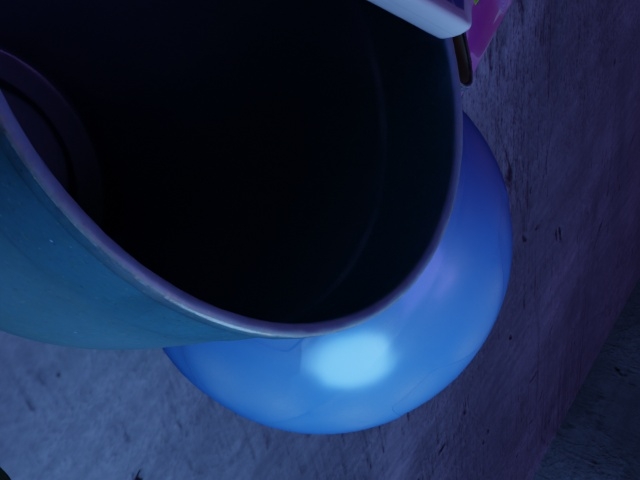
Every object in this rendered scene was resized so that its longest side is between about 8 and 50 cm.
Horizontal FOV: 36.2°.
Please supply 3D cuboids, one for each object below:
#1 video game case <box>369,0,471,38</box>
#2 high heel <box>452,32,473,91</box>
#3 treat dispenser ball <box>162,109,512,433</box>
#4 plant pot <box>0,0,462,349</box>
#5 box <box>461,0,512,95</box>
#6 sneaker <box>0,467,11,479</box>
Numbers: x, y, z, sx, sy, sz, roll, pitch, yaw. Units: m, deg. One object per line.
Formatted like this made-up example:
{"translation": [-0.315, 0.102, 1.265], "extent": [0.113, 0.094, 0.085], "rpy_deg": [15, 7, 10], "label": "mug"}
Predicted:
{"translation": [-0.002, -0.206, 0.433], "extent": [0.201, 0.023, 0.184], "rpy_deg": [15, 70, -44], "label": "video game case"}
{"translation": [0.068, -0.221, 0.585], "extent": [0.093, 0.186, 0.261], "rpy_deg": [-32, 161, -38], "label": "high heel"}
{"translation": [0.000, 0.000, 0.745], "extent": [0.288, 0.288, 0.288], "rpy_deg": [-40, 140, -44], "label": "treat dispenser ball"}
{"translation": [-0.112, -0.068, 0.484], "extent": [0.271, 0.255, 0.272], "rpy_deg": [17, 66, -42], "label": "plant pot"}
{"translation": [0.093, -0.263, 0.926], "extent": [0.243, 0.117, 0.213], "rpy_deg": [-60, 151, -18], "label": "box"}
{"translation": [-0.198, 0.163, 0.519], "extent": [0.410, 0.182, 0.158], "rpy_deg": [98, 18, -62], "label": "sneaker"}
